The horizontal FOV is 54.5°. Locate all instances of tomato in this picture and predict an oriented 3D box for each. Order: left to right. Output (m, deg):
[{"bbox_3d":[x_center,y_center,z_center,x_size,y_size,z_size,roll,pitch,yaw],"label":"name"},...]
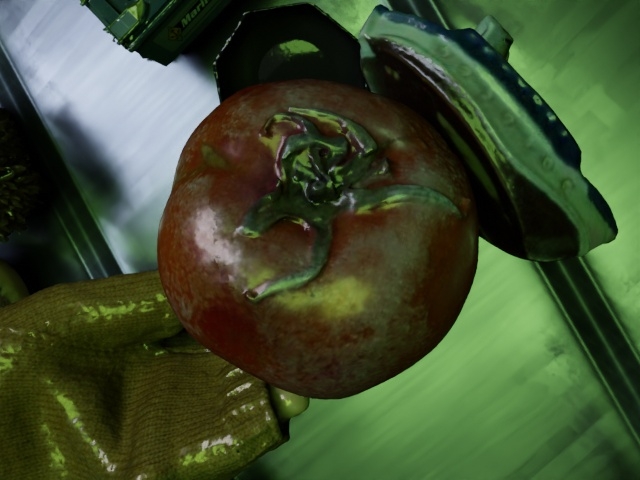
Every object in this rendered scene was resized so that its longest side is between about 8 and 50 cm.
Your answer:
[{"bbox_3d":[-0.001,0.004,0.456,0.232,0.188,0.231,-1,71,3],"label":"tomato"}]

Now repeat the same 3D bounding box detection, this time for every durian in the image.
[{"bbox_3d":[-0.344,-0.068,0.565,0.196,0.196,0.167,43,120,6],"label":"durian"}]

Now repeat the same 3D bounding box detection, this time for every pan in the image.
[{"bbox_3d":[-0.017,-0.103,0.553,0.129,0.048,0.201,-4,110,10],"label":"pan"}]

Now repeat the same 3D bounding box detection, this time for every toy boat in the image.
[{"bbox_3d":[-0.087,-0.287,0.520,0.296,0.122,0.114,-48,60,7],"label":"toy boat"},{"bbox_3d":[0.139,-0.093,0.499,0.115,0.114,0.262,-34,86,-23],"label":"toy boat"}]

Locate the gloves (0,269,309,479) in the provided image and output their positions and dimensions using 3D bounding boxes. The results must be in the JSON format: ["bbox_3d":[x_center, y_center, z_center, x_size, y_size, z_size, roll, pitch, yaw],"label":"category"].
[{"bbox_3d":[-0.177,0.132,0.525,0.357,0.155,0.203,-6,73,-2],"label":"gloves"}]

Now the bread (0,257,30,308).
[{"bbox_3d":[-0.435,0.086,0.622,0.306,0.091,0.141,-4,85,11],"label":"bread"}]
